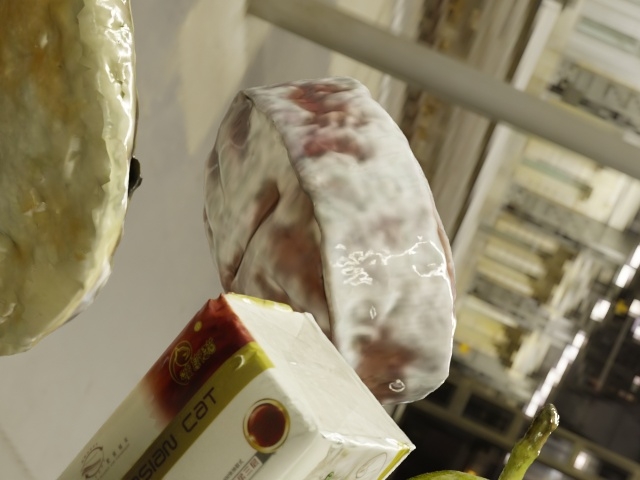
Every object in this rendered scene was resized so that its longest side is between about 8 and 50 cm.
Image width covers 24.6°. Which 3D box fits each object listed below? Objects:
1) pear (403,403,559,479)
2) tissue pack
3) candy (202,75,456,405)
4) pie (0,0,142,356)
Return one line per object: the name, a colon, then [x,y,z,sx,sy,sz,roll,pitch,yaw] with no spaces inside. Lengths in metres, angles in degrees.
pear: [0.065,0.177,0.688,0.180,0.166,0.216,73,33,-61]
tissue pack: [-0.048,0.117,0.746,0.149,0.106,0.099,-50,147,15]
candy: [0.000,0.000,1.126,0.289,0.157,0.214,-116,-156,-43]
pie: [-0.190,-0.100,0.739,0.077,0.339,0.339,-3,125,-40]
